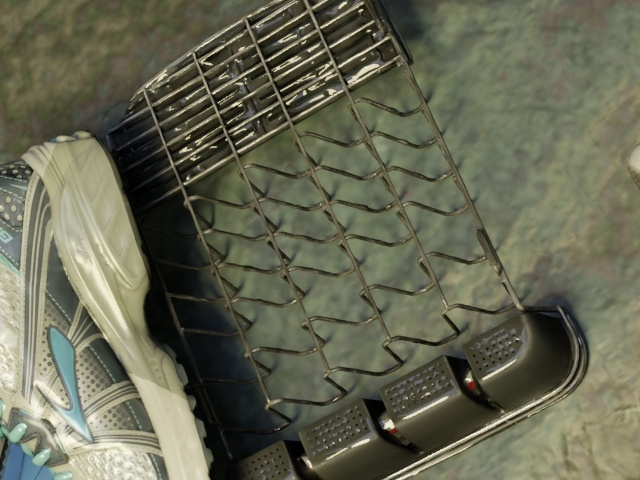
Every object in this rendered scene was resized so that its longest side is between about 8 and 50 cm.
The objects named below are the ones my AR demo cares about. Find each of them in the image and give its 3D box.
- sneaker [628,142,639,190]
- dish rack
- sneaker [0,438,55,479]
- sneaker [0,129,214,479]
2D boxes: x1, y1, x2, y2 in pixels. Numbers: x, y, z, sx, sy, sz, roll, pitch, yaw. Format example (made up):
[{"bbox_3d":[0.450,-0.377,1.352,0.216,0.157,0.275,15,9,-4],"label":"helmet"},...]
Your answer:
[{"bbox_3d":[0.294,-0.043,0.779,0.281,0.105,0.115,17,82,21],"label":"sneaker"},{"bbox_3d":[0.000,0.000,0.913,0.208,0.074,0.271,-29,69,14],"label":"dish rack"},{"bbox_3d":[-0.142,0.104,0.962,0.082,0.069,0.209,12,73,-10],"label":"sneaker"},{"bbox_3d":[-0.135,0.088,0.890,0.122,0.110,0.283,-18,77,-11],"label":"sneaker"}]
